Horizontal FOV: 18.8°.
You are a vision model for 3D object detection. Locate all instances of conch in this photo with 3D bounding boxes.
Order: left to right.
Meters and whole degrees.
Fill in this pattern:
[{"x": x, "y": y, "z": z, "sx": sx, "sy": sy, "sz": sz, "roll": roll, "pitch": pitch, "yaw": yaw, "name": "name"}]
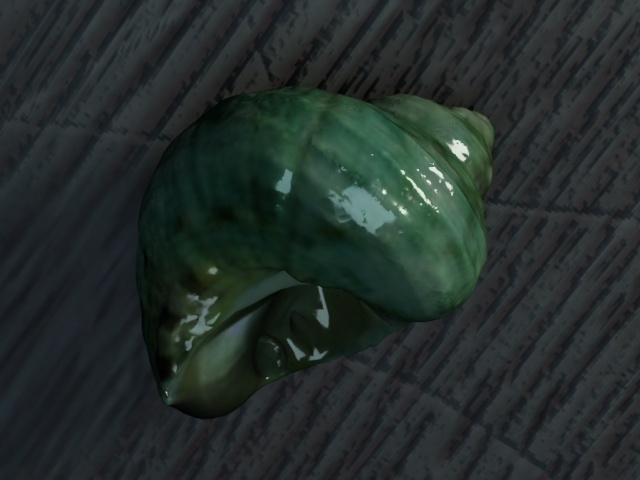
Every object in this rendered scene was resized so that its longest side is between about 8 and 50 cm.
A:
[{"x": -0.003, "y": -0.001, "z": 0.921, "sx": 0.188, "sy": 0.122, "sz": 0.176, "roll": -14, "pitch": 136, "yaw": 8, "name": "conch"}]
